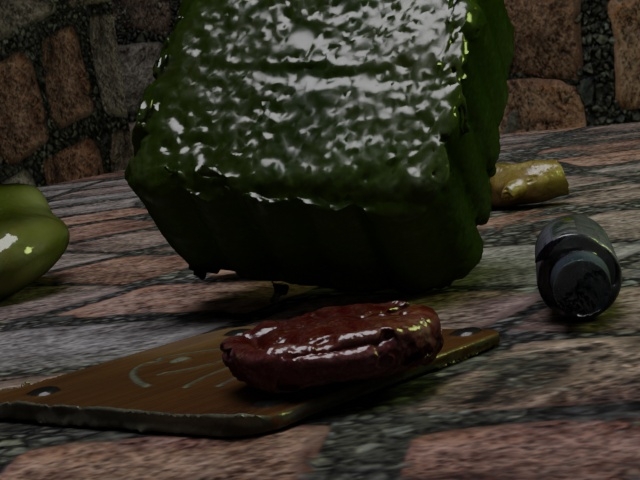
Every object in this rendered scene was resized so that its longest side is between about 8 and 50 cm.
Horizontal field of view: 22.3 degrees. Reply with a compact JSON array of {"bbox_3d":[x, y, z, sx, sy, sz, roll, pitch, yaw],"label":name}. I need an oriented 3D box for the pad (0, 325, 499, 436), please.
[{"bbox_3d":[-0.056,0.095,1.177,0.284,0.018,0.286,-2,7,41],"label":"pad"}]

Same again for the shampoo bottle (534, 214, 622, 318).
[{"bbox_3d":[0.203,0.021,1.292,0.072,0.072,0.214,-7,6,8],"label":"shampoo bottle"}]

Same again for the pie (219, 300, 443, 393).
[{"bbox_3d":[0.008,0.070,1.082,0.153,0.038,0.153,-10,6,1],"label":"pie"}]

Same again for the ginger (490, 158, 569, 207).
[{"bbox_3d":[0.201,-0.075,2.149,0.299,0.065,0.118,-3,21,45],"label":"ginger"}]

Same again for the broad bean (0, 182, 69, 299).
[{"bbox_3d":[-0.385,0.005,1.885,0.189,0.121,0.263,-11,9,-2],"label":"broad bean"}]

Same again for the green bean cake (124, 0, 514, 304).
[{"bbox_3d":[0.014,-0.111,1.527,0.319,0.335,0.218,6,-25,23],"label":"green bean cake"}]
